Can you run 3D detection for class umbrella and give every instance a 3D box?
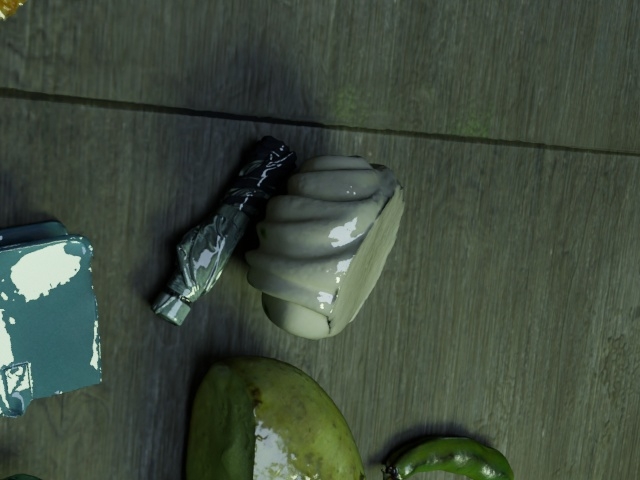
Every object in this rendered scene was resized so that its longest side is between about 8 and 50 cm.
[{"bbox_3d":[-0.088,-0.012,0.807,0.050,0.046,0.188,38,77,-19],"label":"umbrella"}]

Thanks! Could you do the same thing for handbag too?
[{"bbox_3d":[-0.272,0.073,0.670,0.221,0.057,0.144,-13,112,-36],"label":"handbag"}]

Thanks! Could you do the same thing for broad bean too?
[{"bbox_3d":[0.152,0.259,1.060,0.227,0.039,0.069,8,88,-39],"label":"broad bean"}]

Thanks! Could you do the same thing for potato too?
[{"bbox_3d":[-0.040,0.237,0.841,0.176,0.141,0.298,-30,109,-39],"label":"potato"}]

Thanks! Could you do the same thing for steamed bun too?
[{"bbox_3d":[0.000,0.000,0.821,0.182,0.106,0.183,-60,166,-25],"label":"steamed bun"}]

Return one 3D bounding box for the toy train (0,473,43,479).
[{"bbox_3d":[-0.244,0.331,0.695,0.237,0.150,0.368,-23,114,-43],"label":"toy train"}]

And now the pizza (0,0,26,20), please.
[{"bbox_3d":[-0.271,-0.178,0.615,0.199,0.062,0.188,-15,121,-42],"label":"pizza"}]
